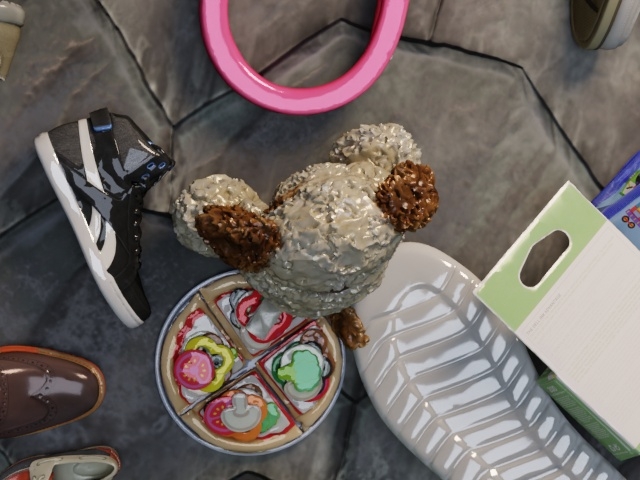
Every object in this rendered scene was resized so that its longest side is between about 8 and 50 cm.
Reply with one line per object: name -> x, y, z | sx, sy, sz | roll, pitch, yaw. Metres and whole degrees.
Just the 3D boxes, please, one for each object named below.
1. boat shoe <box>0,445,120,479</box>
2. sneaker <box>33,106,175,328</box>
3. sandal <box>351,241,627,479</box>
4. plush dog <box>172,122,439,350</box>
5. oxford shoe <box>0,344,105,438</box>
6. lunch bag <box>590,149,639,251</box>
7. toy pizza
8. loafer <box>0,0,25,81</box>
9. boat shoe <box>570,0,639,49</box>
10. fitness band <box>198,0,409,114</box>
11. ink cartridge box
boat shoe -> -0.274, 0.246, 1.544 | 0.137, 0.043, 0.049 | -14, 102, -4
sneaker -> -0.188, -0.028, 1.496 | 0.121, 0.079, 0.217 | -25, 100, -2
sandal -> 0.173, 0.190, 1.569 | 0.169, 0.102, 0.416 | -36, 86, 1
plush dog -> 0.000, 0.000, 1.433 | 0.262, 0.225, 0.210 | -18, 82, -4
oxford shoe -> -0.351, 0.164, 1.492 | 0.271, 0.098, 0.097 | -4, 99, -7
lunch bag -> 0.433, -0.022, 1.573 | 0.293, 0.138, 0.221 | -43, 104, 11
toy pizza -> -0.072, 0.130, 1.561 | 0.201, 0.032, 0.201 | -1, 98, -8
loafer -> -0.411, -0.189, 1.434 | 0.251, 0.094, 0.087 | 0, 94, -8
boat shoe -> 0.332, -0.328, 1.487 | 0.103, 0.113, 0.302 | 2, 120, -17
fitness band -> -0.013, -0.271, 1.500 | 0.209, 0.054, 0.291 | 8, 96, -9
ink cartridge box -> 0.278, 0.081, 1.517 | 0.235, 0.056, 0.171 | 43, 69, -1
